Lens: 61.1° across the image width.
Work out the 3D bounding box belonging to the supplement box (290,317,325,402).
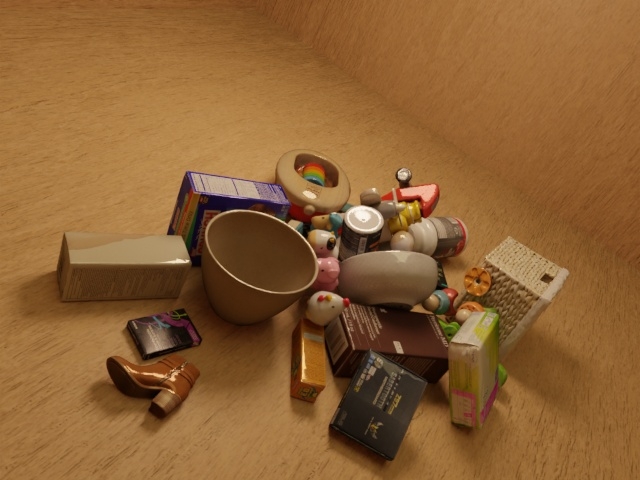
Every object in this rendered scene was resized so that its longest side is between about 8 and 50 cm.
[{"bbox_3d":[-0.035,0.332,1.530,0.080,0.078,0.233,18,35,-17],"label":"supplement box"}]

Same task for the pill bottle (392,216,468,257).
[{"bbox_3d":[0.449,-0.010,2.245,0.319,0.176,0.176,-3,45,-38],"label":"pill bottle"}]

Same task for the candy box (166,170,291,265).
[{"bbox_3d":[-0.288,-0.054,1.675,0.317,0.268,0.122,5,36,-31],"label":"candy box"}]

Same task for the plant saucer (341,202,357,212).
[{"bbox_3d":[0.119,-0.137,2.292,0.192,0.018,0.067,19,32,-27],"label":"plant saucer"}]

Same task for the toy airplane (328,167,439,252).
[{"bbox_3d":[0.225,-0.053,1.955,0.386,0.384,0.272,-5,55,-39],"label":"toy airplane"}]

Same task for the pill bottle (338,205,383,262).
[{"bbox_3d":[0.128,0.011,1.801,0.131,0.245,0.130,3,48,-3],"label":"pill bottle"}]

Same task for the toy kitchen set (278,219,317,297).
[{"bbox_3d":[-0.046,0.065,1.734,0.166,0.207,0.122,13,27,11],"label":"toy kitchen set"}]

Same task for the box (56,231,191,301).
[{"bbox_3d":[-0.522,0.070,1.452,0.311,0.148,0.121,3,41,-36],"label":"box"}]

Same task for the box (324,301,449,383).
[{"bbox_3d":[0.210,0.319,1.677,0.382,0.143,0.191,12,37,-27],"label":"box"}]

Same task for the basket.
[{"bbox_3d":[0.691,0.211,2.014,0.266,0.331,0.328,37,34,21],"label":"basket"}]

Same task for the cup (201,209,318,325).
[{"bbox_3d":[-0.205,0.106,1.556,0.331,0.237,0.331,20,35,-15],"label":"cup"}]

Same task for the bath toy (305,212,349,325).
[{"bbox_3d":[0.020,0.085,1.631,0.151,0.129,0.348,42,37,-43],"label":"bath toy"}]

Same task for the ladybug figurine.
[{"bbox_3d":[-0.041,-0.204,2.106,0.305,0.161,0.449,22,31,-6],"label":"ladybug figurine"}]

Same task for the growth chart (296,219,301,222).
[{"bbox_3d":[-0.037,-0.127,2.179,0.237,0.021,0.172,-3,45,-40],"label":"growth chart"}]

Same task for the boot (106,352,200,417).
[{"bbox_3d":[-0.396,0.313,1.297,0.197,0.073,0.152,43,35,-2],"label":"boot"}]

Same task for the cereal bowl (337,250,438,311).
[{"bbox_3d":[0.215,0.154,1.756,0.339,0.339,0.141,11,64,-25],"label":"cereal bowl"}]

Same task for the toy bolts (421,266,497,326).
[{"bbox_3d":[0.462,0.196,1.851,0.229,0.218,0.159,0,-3,45],"label":"toy bolts"}]

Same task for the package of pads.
[{"bbox_3d":[0.467,0.392,1.646,0.101,0.296,0.229,5,21,32],"label":"package of pads"}]

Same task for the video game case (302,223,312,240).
[{"bbox_3d":[0.000,0.000,2.040,0.190,0.022,0.173,-11,51,-43],"label":"video game case"}]

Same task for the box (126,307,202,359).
[{"bbox_3d":[-0.406,0.241,1.417,0.162,0.029,0.116,-10,50,-42],"label":"box"}]

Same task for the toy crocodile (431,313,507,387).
[{"bbox_3d":[0.492,0.370,1.858,0.341,0.105,0.115,36,12,14],"label":"toy crocodile"}]

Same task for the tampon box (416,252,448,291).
[{"bbox_3d":[0.399,0.148,2.069,0.120,0.101,0.161,20,34,-15],"label":"tampon box"}]

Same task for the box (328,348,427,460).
[{"bbox_3d":[0.156,0.435,1.449,0.183,0.059,0.232,31,70,0],"label":"box"}]
